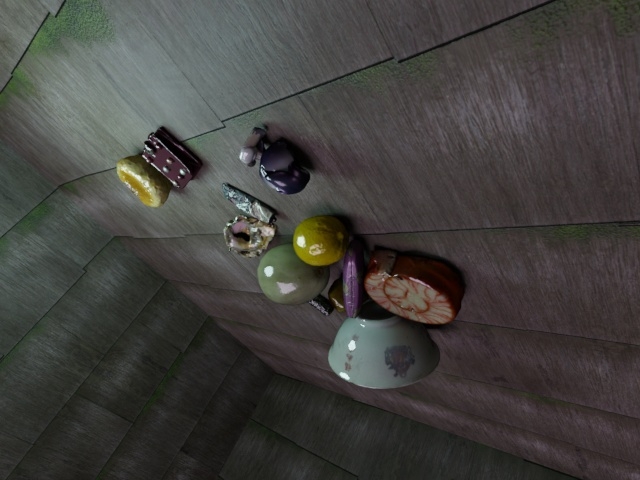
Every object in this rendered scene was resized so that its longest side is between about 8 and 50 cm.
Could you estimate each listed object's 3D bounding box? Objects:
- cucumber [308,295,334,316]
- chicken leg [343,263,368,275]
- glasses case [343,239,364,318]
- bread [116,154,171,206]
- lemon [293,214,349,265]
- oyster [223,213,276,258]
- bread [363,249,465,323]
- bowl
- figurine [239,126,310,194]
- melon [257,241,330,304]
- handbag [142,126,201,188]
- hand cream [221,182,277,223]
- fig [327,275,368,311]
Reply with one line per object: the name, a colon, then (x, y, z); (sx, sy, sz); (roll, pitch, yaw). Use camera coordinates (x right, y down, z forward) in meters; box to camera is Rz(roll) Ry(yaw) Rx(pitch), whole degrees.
cucumber: (-0.066, 0.262, 1.951); (0.293, 0.068, 0.067); (36, 151, -4)
chicken leg: (0.182, 0.146, 1.552); (0.205, 0.053, 0.093); (40, 165, -6)
glasses case: (0.120, 0.143, 1.449); (0.075, 0.123, 0.317); (4, 125, 10)
bread: (-0.735, -0.258, 1.714); (0.244, 0.134, 0.245); (27, 152, 16)
lemon: (0.002, -0.001, 1.361); (0.193, 0.181, 0.181); (-30, 119, 24)
oyster: (-0.309, -0.030, 1.709); (0.200, 0.107, 0.355); (9, 147, -18)
bread: (0.316, 0.164, 1.374); (0.327, 0.114, 0.295); (8, 143, 36)
bowl: (0.234, 0.356, 1.567); (0.434, 0.434, 0.196); (6, 112, 39)
figurine: (-0.133, -0.222, 1.187); (0.222, 0.145, 0.145); (31, 152, 3)
melon: (-0.108, 0.130, 1.594); (0.307, 0.272, 0.272); (-1, 141, 19)
handbag: (-0.572, -0.306, 1.540); (0.216, 0.074, 0.203); (42, 149, -18)
hand cream: (-0.271, -0.140, 1.551); (0.247, 0.052, 0.075); (32, 129, 12)
fig: (0.110, 0.215, 1.632); (0.165, 0.144, 0.154); (-10, 165, 27)
